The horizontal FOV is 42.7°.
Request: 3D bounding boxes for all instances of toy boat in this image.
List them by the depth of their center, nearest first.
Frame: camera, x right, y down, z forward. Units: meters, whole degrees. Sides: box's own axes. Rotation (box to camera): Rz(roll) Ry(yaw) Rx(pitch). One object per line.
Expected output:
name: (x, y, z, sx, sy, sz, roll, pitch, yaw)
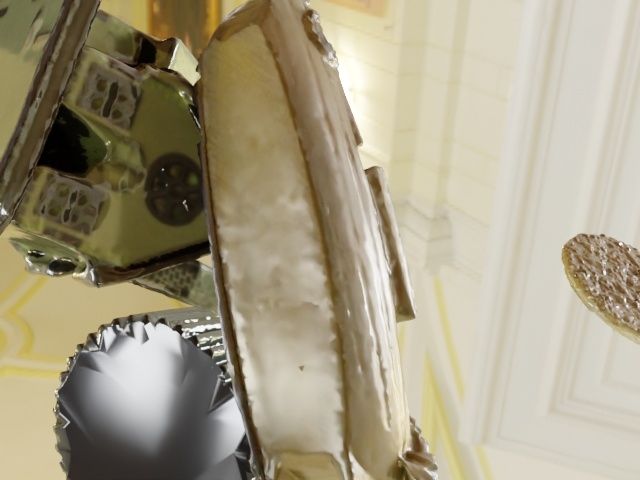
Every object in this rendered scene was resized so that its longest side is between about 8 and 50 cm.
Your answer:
toy boat: (0.000, 0.000, 0.494, 0.089, 0.321, 0.121, -17, 170, 31)

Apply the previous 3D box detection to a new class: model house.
model house: (-0.107, -0.054, 0.580, 0.278, 0.218, 0.205, 25, 168, -37)

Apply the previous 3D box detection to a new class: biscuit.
biscuit: (0.411, 0.067, 1.077, 0.220, 0.033, 0.220, 18, -144, -13)

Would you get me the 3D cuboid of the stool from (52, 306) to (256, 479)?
stool: (-0.119, 0.216, 1.066, 0.297, 0.297, 0.330, 17, -167, 27)
